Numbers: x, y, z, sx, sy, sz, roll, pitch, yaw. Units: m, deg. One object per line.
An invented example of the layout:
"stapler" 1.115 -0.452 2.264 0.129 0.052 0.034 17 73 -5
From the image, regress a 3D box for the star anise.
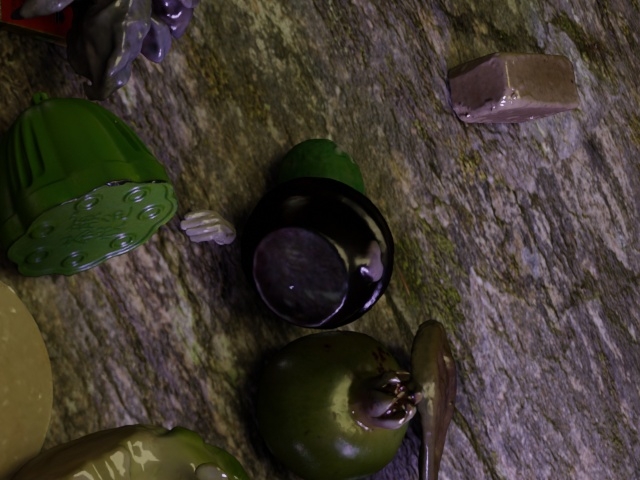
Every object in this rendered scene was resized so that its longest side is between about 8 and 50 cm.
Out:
"star anise" -0.213 -0.309 1.423 0.316 0.139 0.359 21 53 -46

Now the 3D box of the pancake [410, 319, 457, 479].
"pancake" 0.140 0.212 1.661 0.242 0.050 0.242 0 90 -80

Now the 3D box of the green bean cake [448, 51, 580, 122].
"green bean cake" 0.277 -0.217 1.957 0.179 0.109 0.085 -5 84 -47

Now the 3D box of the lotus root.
"lotus root" -0.251 -0.078 1.355 0.186 0.186 0.186 14 70 -43

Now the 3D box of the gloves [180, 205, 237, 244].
"gloves" -0.123 -0.017 1.550 0.081 0.037 0.044 4 41 -40

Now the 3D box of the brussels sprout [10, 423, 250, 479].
"brussels sprout" -0.169 0.356 1.215 0.276 0.315 0.371 -16 87 -30

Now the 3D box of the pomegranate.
"pomegranate" 0.020 0.189 1.526 0.179 0.210 0.179 0 91 -7

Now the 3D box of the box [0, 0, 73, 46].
"box" -0.289 -0.255 1.445 0.133 0.023 0.090 10 74 -44

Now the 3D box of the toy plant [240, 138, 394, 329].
"toy plant" 0.000 0.000 1.588 0.235 0.175 0.218 -52 128 -71

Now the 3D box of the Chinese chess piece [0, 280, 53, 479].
"Chinese chess piece" -0.360 0.135 1.217 0.251 0.097 0.251 14 70 -42
